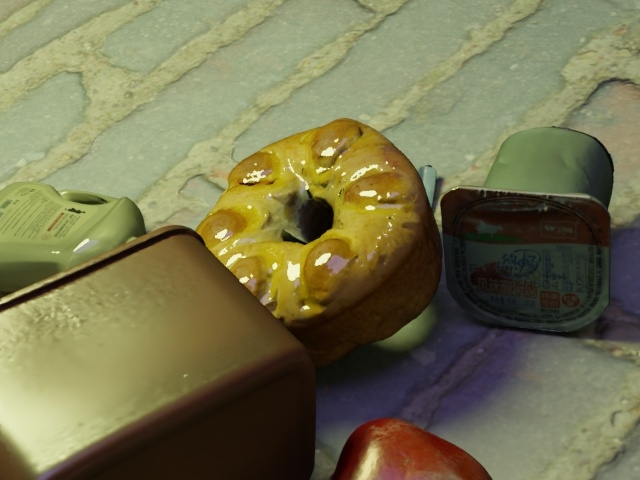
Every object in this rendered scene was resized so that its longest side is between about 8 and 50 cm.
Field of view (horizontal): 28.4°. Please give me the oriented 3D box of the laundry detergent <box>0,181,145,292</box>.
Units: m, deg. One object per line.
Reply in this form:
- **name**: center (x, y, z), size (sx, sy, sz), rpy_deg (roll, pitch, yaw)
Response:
- **laundry detergent**: center (-0.322, 0.000, 1.630), size (0.253, 0.091, 0.181), rpy_deg (9, 41, 23)

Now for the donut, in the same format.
- **donut**: center (0.000, 0.000, 1.458), size (0.299, 0.150, 0.317), rpy_deg (-8, 43, 34)

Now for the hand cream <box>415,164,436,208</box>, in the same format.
- **hand cream**: center (0.021, -0.067, 1.648), size (0.256, 0.055, 0.088), rpy_deg (4, 49, 9)

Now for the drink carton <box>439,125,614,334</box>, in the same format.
- **drink carton**: center (0.246, -0.022, 1.449), size (0.185, 0.191, 0.189), rpy_deg (1, 35, 17)

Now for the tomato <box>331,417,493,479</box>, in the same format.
- **tomato**: center (0.087, 0.254, 1.207), size (0.187, 0.151, 0.187), rpy_deg (-5, 39, 4)

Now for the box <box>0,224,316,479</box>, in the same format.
- **box**: center (-0.193, 0.179, 1.238), size (0.339, 0.239, 0.229), rpy_deg (-26, 46, -29)
